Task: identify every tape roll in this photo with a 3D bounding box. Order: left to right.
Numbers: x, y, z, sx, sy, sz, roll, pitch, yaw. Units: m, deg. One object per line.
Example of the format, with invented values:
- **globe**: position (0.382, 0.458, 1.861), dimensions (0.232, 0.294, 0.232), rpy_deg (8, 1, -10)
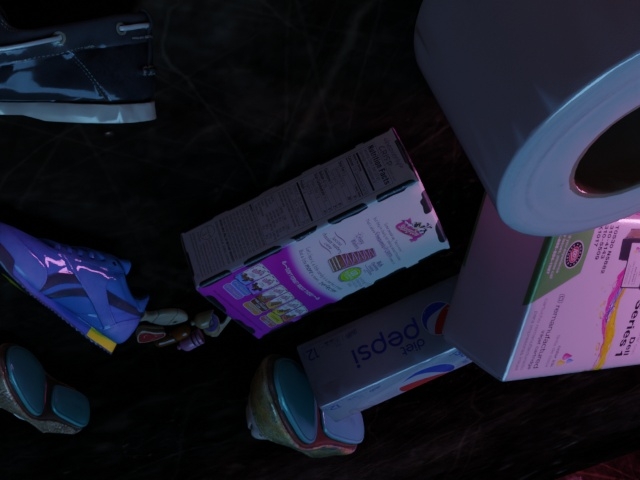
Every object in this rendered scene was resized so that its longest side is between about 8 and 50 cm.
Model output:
- **tape roll**: position (0.216, -0.139, 0.648), dimensions (0.246, 0.169, 0.246), rpy_deg (-17, 151, -9)

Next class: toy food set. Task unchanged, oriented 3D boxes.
- **toy food set**: position (-0.160, 0.106, 0.952), dimensions (0.122, 0.019, 0.078), rpy_deg (1, 143, -36)

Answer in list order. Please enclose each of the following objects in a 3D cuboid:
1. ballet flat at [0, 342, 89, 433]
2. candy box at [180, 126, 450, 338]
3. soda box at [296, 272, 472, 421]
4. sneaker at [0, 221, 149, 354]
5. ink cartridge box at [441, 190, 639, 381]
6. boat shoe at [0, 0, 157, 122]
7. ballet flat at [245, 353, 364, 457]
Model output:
- **ballet flat**: position (-0.325, 0.172, 0.907), dimensions (0.067, 0.073, 0.206), rpy_deg (-9, 148, 6)
- **candy box**: position (0.000, 0.000, 0.832), dimensions (0.233, 0.071, 0.159), rpy_deg (-25, 150, 7)
- **soda box**: position (0.121, 0.142, 1.124), dimensions (0.286, 0.098, 0.091), rpy_deg (-25, 151, 5)
- **sneaker**: position (-0.229, 0.026, 0.744), dimensions (0.082, 0.069, 0.209), rpy_deg (-53, 143, -13)
- **ink cartridge box**: position (0.305, 0.045, 0.986), dimensions (0.278, 0.117, 0.201), rpy_deg (1, 112, -35)
- **boat shoe**: position (-0.218, -0.117, 0.508), dimensions (0.233, 0.084, 0.079), rpy_deg (-1, 107, -22)
- **ballet flat**: position (-0.042, 0.255, 1.199), dimensions (0.123, 0.123, 0.348), rpy_deg (-28, 150, 11)
